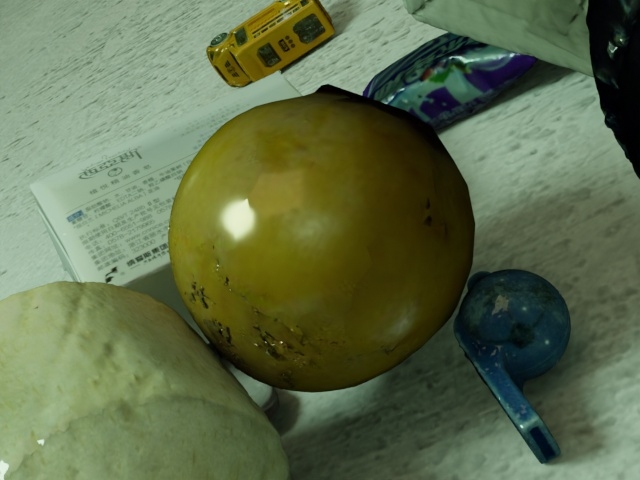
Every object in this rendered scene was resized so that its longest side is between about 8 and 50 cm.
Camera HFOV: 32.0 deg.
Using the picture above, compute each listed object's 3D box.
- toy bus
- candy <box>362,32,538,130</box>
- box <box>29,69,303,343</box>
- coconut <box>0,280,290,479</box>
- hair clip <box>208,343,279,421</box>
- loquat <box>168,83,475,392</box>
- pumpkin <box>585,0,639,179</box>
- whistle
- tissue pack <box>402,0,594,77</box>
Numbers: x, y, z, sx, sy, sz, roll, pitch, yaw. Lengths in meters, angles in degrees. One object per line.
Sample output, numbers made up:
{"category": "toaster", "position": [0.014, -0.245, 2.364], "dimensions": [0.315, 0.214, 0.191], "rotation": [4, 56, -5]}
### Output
{"category": "toy bus", "position": [-0.064, -0.253, 1.427], "dimensions": [0.162, 0.069, 0.074], "rotation": [-32, 35, 9]}
{"category": "candy", "position": [0.123, -0.161, 1.129], "dimensions": [0.275, 0.070, 0.145], "rotation": [-28, 27, 24]}
{"category": "box", "position": [-0.104, -0.021, 1.041], "dimensions": [0.274, 0.116, 0.203], "rotation": [-27, 42, -14]}
{"category": "coconut", "position": [-0.175, 0.178, 0.796], "dimensions": [0.329, 0.329, 0.329], "rotation": [-26, 34, 20]}
{"category": "hair clip", "position": [-0.118, 0.109, 1.035], "dimensions": [0.146, 0.075, 0.257], "rotation": [-28, 38, -11]}
{"category": "loquat", "position": [0.000, 0.000, 0.838], "dimensions": [0.235, 0.235, 0.235], "rotation": [-26, 34, 20]}
{"category": "pumpkin", "position": [0.344, -0.143, 0.695], "dimensions": [0.363, 0.266, 0.363], "rotation": [-25, 40, 23]}
{"category": "whistle", "position": [0.147, 0.073, 0.799], "dimensions": [0.090, 0.090, 0.158], "rotation": [-37, 44, 4]}
{"category": "tissue pack", "position": [0.273, -0.346, 1.004], "dimensions": [0.297, 0.207, 0.380], "rotation": [27, 64, 39]}
